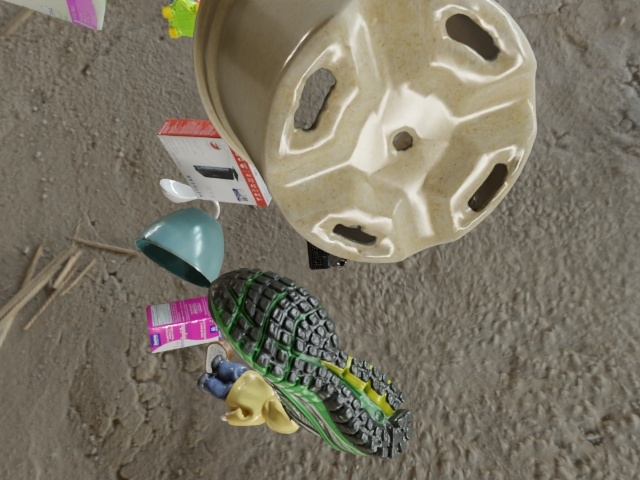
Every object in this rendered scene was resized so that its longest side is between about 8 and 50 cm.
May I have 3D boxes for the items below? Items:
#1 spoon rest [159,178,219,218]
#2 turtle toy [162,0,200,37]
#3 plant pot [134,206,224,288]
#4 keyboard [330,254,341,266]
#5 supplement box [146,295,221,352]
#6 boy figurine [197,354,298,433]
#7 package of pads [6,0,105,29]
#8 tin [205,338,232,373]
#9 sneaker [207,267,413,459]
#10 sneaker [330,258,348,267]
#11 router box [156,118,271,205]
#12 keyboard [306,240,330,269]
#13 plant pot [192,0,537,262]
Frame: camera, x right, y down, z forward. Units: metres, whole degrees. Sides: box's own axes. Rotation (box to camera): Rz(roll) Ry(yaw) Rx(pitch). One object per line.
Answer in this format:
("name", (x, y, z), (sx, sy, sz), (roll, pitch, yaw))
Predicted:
("spoon rest", (-0.534, -0.183, 1.844), (0.084, 0.276, 0.137), (-52, 38, 16))
("turtle toy", (-0.298, -0.512, 0.984), (0.095, 0.130, 0.066), (-5, 61, -4))
("plant pot", (-0.441, 0.004, 1.502), (0.290, 0.290, 0.195), (21, 65, 15))
("keyboard", (0.049, -0.027, 1.250), (0.023, 0.108, 0.180), (5, 64, -12))
("supplement box", (-0.440, 0.267, 1.436), (0.220, 0.111, 0.114), (-7, 35, -20))
("boy figurine", (-0.161, 0.374, 1.091), (0.285, 0.092, 0.177), (16, 55, 27))
("package of pads", (-0.502, -0.482, 0.776), (0.229, 0.296, 0.101), (10, 94, -26))
("tin", (-0.422, 0.492, 1.834), (0.106, 0.040, 0.189), (19, 114, 18))
("sneaker", (-0.036, 0.185, 0.623), (0.343, 0.146, 0.134), (48, 44, -6))
("sneaker", (0.120, -0.021, 1.874), (0.098, 0.135, 0.276), (28, 110, -23))
("router box", (-0.351, -0.265, 1.553), (0.301, 0.335, 0.082), (7, 58, 19))
("keyboard", (0.000, 0.000, 1.471), (0.100, 0.038, 0.192), (-6, 90, 12))
("plant pot", (0.035, -0.148, 0.458), (0.334, 0.334, 0.305), (-25, 35, 3))
